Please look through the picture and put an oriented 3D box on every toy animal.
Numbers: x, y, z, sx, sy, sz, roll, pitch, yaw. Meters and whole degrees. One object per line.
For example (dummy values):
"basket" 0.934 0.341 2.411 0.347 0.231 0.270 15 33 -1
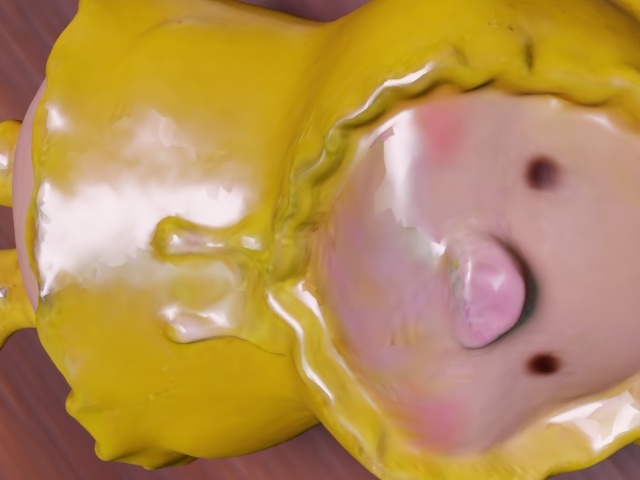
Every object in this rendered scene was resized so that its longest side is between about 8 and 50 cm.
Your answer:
"toy animal" 0.000 -0.005 0.443 0.229 0.156 0.156 0 98 15
